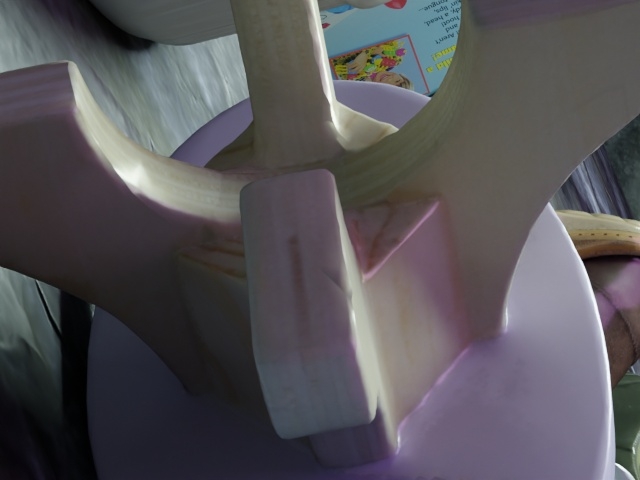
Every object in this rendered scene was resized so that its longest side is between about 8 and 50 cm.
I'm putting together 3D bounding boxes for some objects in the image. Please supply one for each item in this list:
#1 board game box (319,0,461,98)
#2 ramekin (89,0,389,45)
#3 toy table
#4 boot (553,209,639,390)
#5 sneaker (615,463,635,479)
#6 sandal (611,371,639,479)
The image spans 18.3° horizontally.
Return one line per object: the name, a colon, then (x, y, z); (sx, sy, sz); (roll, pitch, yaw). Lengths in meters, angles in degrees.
board game box: (0.030, -0.203, 1.236); (0.275, 0.144, 0.142); (54, 18, -46)
ramekin: (-0.068, -0.213, 0.906); (0.273, 0.127, 0.273); (60, 14, -27)
toy table: (0.000, 0.000, 0.628); (0.274, 0.252, 0.161); (-115, -172, -45)
boot: (0.077, 0.087, 0.847); (0.248, 0.090, 0.207); (15, 79, -43)
sneaker: (0.147, 0.256, 0.720); (0.366, 0.137, 0.210); (61, 32, -7)
sandal: (0.155, 0.166, 1.249); (0.303, 0.120, 0.086); (-84, 177, -61)
